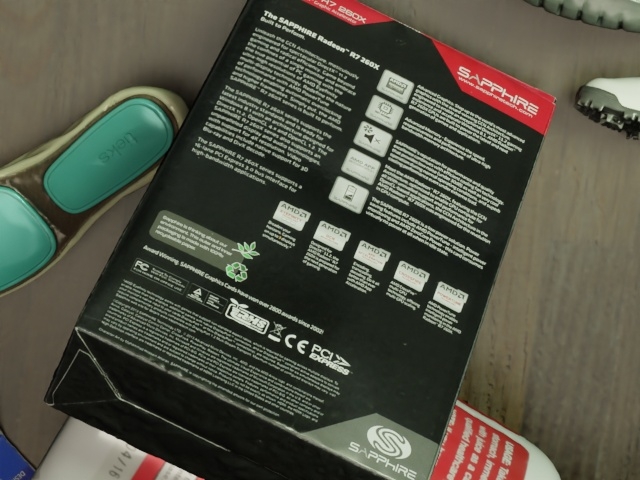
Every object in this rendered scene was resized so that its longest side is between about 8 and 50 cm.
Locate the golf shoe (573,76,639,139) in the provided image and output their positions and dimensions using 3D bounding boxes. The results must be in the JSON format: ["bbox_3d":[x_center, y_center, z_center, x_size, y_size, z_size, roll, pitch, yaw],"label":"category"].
[{"bbox_3d":[0.277,-0.113,1.369,0.198,0.077,0.094,4,89,-6],"label":"golf shoe"}]

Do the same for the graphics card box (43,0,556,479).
[{"bbox_3d":[0.000,0.000,1.258,0.232,0.371,0.094,26,137,-4],"label":"graphics card box"}]

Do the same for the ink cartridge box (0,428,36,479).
[{"bbox_3d":[-0.376,0.110,1.424,0.165,0.065,0.333,-41,98,7],"label":"ink cartridge box"}]

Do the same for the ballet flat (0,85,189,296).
[{"bbox_3d":[-0.194,-0.032,1.386,0.248,0.086,0.086,-30,98,12],"label":"ballet flat"}]

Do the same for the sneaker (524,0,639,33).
[{"bbox_3d":[0.152,-0.232,1.313,0.340,0.125,0.140,16,105,-1],"label":"sneaker"}]

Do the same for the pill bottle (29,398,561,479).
[{"bbox_3d":[0.019,0.195,1.344,0.407,0.229,0.229,31,99,-3],"label":"pill bottle"}]
